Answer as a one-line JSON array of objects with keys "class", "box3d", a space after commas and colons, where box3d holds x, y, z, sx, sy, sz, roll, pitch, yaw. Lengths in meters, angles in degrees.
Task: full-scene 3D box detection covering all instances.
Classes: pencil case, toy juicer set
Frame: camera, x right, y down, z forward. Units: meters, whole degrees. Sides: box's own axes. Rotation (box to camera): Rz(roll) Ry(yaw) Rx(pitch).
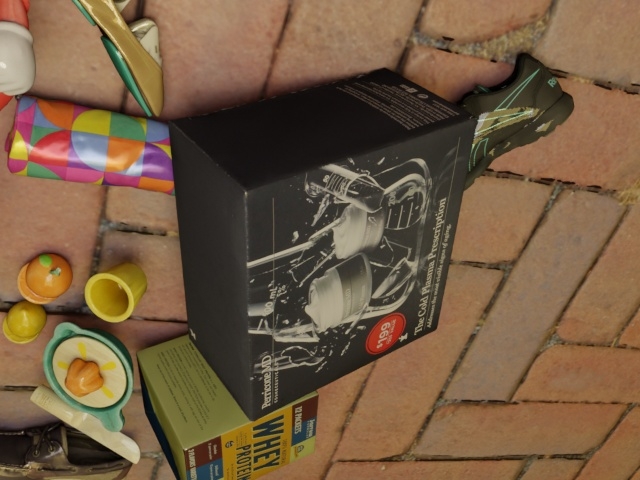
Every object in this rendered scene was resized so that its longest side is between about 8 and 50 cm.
[{"class": "pencil case", "box3d": [-0.252, -0.109, 0.816, 0.236, 0.104, 0.105, 9, 123, -20]}, {"class": "toy juicer set", "box3d": [-0.352, 0.172, 0.945, 0.209, 0.089, 0.329, 12, 114, 9]}]

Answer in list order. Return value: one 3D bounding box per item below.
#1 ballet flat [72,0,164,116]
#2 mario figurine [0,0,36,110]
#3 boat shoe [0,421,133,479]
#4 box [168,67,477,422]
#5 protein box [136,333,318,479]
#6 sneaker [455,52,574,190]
[{"class": "ballet flat", "box3d": [-0.218, -0.240, 0.742, 0.073, 0.080, 0.232, -36, 130, -8]}, {"class": "mario figurine", "box3d": [-0.354, -0.248, 0.625, 0.170, 0.198, 0.321, -2, 123, -30]}, {"class": "boat shoe", "box3d": [-0.432, 0.339, 1.097, 0.285, 0.103, 0.092, 23, 111, -34]}, {"class": "box", "box3d": [0.000, 0.000, 0.857, 0.312, 0.179, 0.343, -20, 132, -27]}, {"class": "protein box", "box3d": [-0.140, 0.242, 1.014, 0.201, 0.200, 0.136, -17, 131, -26]}, {"class": "sneaker", "box3d": [0.208, -0.147, 0.941, 0.267, 0.101, 0.106, -36, 105, 12]}]
